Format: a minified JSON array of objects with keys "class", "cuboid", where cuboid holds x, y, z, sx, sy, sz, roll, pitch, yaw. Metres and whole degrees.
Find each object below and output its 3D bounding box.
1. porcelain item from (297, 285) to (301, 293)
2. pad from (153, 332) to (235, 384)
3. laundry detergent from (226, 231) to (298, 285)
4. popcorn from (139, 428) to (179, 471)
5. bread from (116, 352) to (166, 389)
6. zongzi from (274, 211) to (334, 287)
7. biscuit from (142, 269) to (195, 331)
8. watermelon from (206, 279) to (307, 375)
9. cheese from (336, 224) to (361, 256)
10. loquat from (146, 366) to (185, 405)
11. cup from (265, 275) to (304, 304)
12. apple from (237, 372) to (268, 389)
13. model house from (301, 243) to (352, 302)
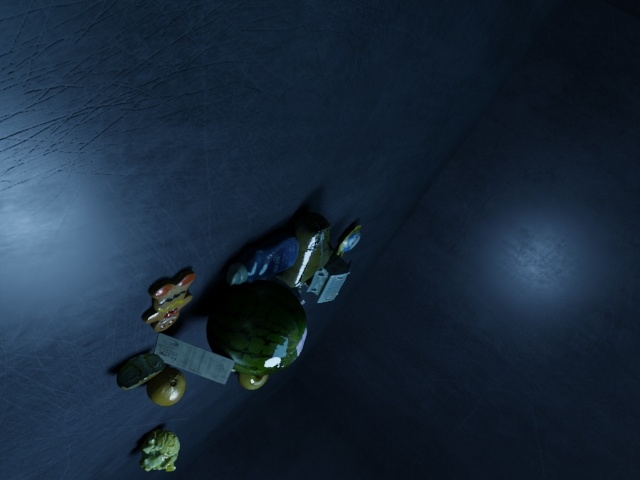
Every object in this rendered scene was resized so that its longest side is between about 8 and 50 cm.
[{"class":"porcelain item","cuboid":[-0.143,0.274,2.135,0.216,0.081,0.069,-49,178,-2]},{"class":"pad","cuboid":[-0.426,0.400,1.424,0.009,0.264,0.160,-76,-170,-52]},{"class":"laundry detergent","cuboid":[-0.203,0.073,1.492,0.289,0.094,0.144,-28,143,-45]},{"class":"popcorn","cuboid":[-0.751,0.985,1.992,0.167,0.185,0.188,155,-51,-80]},{"class":"bread","cuboid":[-0.574,0.420,1.358,0.157,0.083,0.094,-30,158,-43]},{"class":"zongzi","cuboid":[0.000,0.000,1.737,0.360,0.160,0.323,-24,151,-46]},{"class":"biscuit","cuboid":[-0.445,0.193,1.266,0.165,0.036,0.250,-28,154,-48]},{"class":"watermelon","cuboid":[-0.229,0.304,1.528,0.363,0.363,0.363,-44,163,-17]},{"class":"cheese","cuboid":[0.137,0.024,2.314,0.271,0.069,0.177,-56,162,22]},{"class":"loquat","cuboid":[-0.559,0.531,1.556,0.141,0.141,0.141,-44,163,-17]},{"class":"cup","cuboid":[-0.165,0.247,1.859,0.167,0.173,0.300,-28,153,-53]},{"class":"apple","cuboid":[-0.391,0.767,2.461,0.182,0.183,0.155,-39,-170,-30]},{"class":"model house","cuboid":[0.019,0.151,2.044,0.198,0.215,0.224,-35,159,-43]}]
